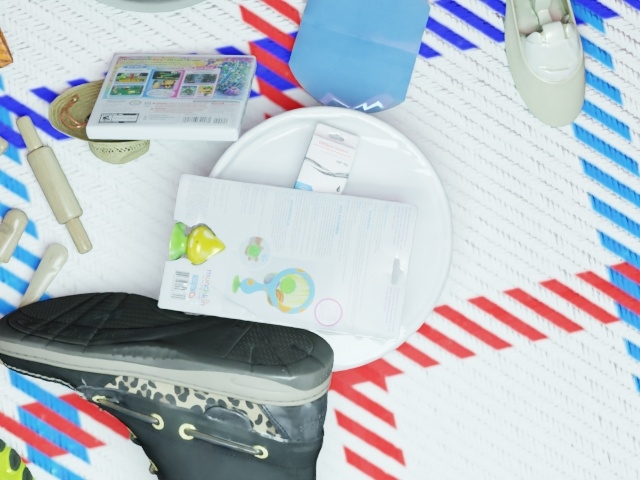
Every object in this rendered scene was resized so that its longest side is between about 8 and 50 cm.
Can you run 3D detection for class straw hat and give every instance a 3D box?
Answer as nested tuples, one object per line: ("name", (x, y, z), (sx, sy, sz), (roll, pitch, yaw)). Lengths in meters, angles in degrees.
("straw hat", (-0.217, -0.116, 1.515), (0.144, 0.144, 0.061), (-1, 126, -4))

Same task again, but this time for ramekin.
("ramekin", (0.000, 0.000, 1.495), (0.273, 0.127, 0.272), (0, 87, -4))

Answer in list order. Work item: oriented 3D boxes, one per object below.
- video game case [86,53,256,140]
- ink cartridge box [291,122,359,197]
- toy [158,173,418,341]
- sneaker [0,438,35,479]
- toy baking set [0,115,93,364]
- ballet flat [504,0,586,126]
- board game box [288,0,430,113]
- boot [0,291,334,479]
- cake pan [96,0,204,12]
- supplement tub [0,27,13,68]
("video game case", (-0.154, -0.152, 1.485), (0.157, 0.143, 0.019), (1, 129, 6))
("ink cartridge box", (0.006, -0.075, 1.420), (0.048, 0.028, 0.083), (19, 84, -3))
("toy", (-0.031, 0.019, 1.397), (0.237, 0.056, 0.136), (8, 80, 3))
("sneaker", (-0.325, 0.341, 1.478), (0.123, 0.109, 0.295), (-24, 94, 24))
("toy baking set", (-0.349, -0.007, 1.521), (0.197, 0.030, 0.256), (-31, 89, -2))
("ballet flat", (0.241, -0.248, 1.548), (0.086, 0.086, 0.248), (-13, 88, -5))
("board game box", (0.042, -0.219, 1.558), (0.133, 0.033, 0.168), (15, 81, 2))
("boot", (-0.157, 0.209, 1.439), (0.377, 0.138, 0.284), (6, 115, 21))
("cake pan", (-0.174, -0.385, 1.474), (0.293, 0.054, 0.293), (-10, 119, -18))
("supplement tub", (-0.427, -0.191, 1.479), (0.190, 0.117, 0.117), (-23, 89, -5))
